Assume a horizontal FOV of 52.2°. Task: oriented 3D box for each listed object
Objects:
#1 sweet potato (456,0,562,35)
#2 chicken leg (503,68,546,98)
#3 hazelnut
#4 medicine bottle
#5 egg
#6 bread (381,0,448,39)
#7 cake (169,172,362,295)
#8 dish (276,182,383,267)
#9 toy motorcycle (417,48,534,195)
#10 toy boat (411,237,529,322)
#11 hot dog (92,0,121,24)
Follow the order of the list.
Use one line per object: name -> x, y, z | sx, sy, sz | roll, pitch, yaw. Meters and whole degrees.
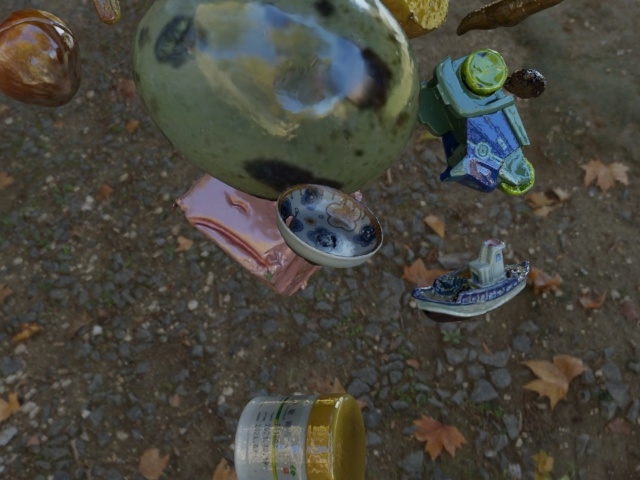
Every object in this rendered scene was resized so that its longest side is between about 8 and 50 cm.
sweet potato -> 0.395, -0.472, 1.337 | 0.274, 0.067, 0.067 | -3, 44, 47
chicken leg -> 0.501, -0.412, 1.689 | 0.051, 0.106, 0.253 | -56, 28, 3
hazelnut -> -0.516, -0.321, 1.172 | 0.182, 0.182, 0.182 | -10, 46, 11
medicine bottle -> -0.040, 0.460, 1.444 | 0.232, 0.237, 0.237 | -5, 47, 19
egg -> -0.063, -0.233, 0.968 | 0.428, 0.345, 0.344 | 15, 46, -14
bread -> 0.147, -0.645, 1.494 | 0.215, 0.398, 0.398 | 2, 49, 35
cake -> -0.090, -0.069, 1.427 | 0.293, 0.307, 0.314 | 38, 85, 13
dish -> 0.000, 0.000, 0.833 | 0.141, 0.078, 0.141 | 16, 38, -13
toy motorcycle -> 0.323, -0.229, 1.410 | 0.200, 0.191, 0.326 | -23, 88, -12
toy boat -> 0.300, 0.075, 1.290 | 0.262, 0.115, 0.114 | -24, 22, -13
hot dog -> -0.521, -0.610, 1.530 | 0.066, 0.215, 0.047 | -23, 6, -21
